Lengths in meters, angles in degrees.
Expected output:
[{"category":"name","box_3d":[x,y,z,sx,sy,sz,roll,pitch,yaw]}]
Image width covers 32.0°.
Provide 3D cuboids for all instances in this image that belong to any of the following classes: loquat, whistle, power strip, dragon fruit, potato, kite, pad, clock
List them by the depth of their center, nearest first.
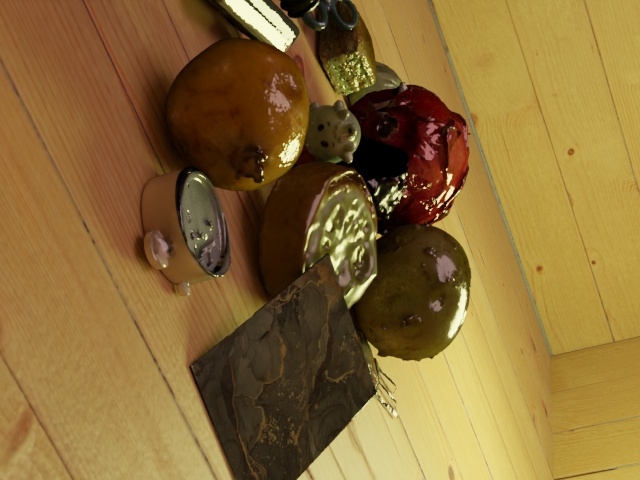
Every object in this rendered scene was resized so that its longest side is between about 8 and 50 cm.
[{"category":"clock","box_3d":[-0.171,-0.017,1.470,0.229,0.063,0.155,-49,121,-68]},{"category":"loquat","box_3d":[-0.109,-0.163,1.532,0.246,0.213,0.213,-106,169,-49]},{"category":"pad","box_3d":[-0.038,0.200,1.601,0.367,0.007,0.247,-38,113,-52]},{"category":"power strip","box_3d":[-0.131,-0.388,1.819,0.105,0.070,0.257,37,1,25]},{"category":"whistle","box_3d":[-0.009,-0.175,1.865,0.106,0.253,0.101,22,80,-27]},{"category":"kite","box_3d":[0.109,0.264,2.164,0.229,0.016,0.127,54,30,-47]},{"category":"potato","box_3d":[0.189,0.108,2.188,0.359,0.219,0.269,31,75,-74]},{"category":"dragon fruit","box_3d":[0.159,-0.160,2.232,0.301,0.296,0.295,67,13,-70]}]

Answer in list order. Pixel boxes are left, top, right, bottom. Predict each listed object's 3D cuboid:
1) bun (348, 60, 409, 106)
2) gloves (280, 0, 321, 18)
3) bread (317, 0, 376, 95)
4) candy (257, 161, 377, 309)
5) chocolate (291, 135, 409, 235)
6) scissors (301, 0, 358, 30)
[{"category":"bun","box_3d":[0.148,-0.317,2.574,0.212,0.127,0.203,-52,123,-67]},{"category":"gloves","box_3d":[-0.103,-0.467,1.817,0.268,0.135,0.107,32,64,-39]},{"category":"bread","box_3d":[0.057,-0.428,2.428,0.138,0.102,0.196,60,21,-47]},{"category":"candy","box_3d":[0.000,0.000,1.791,0.260,0.118,0.259,-14,106,-59]},{"category":"chocolate","box_3d":[0.045,-0.071,2.015,0.206,0.224,0.177,-32,133,-47]},{"category":"scissors","box_3d":[-0.013,-0.563,2.374,0.041,0.138,0.289,-55,-133,53]}]
